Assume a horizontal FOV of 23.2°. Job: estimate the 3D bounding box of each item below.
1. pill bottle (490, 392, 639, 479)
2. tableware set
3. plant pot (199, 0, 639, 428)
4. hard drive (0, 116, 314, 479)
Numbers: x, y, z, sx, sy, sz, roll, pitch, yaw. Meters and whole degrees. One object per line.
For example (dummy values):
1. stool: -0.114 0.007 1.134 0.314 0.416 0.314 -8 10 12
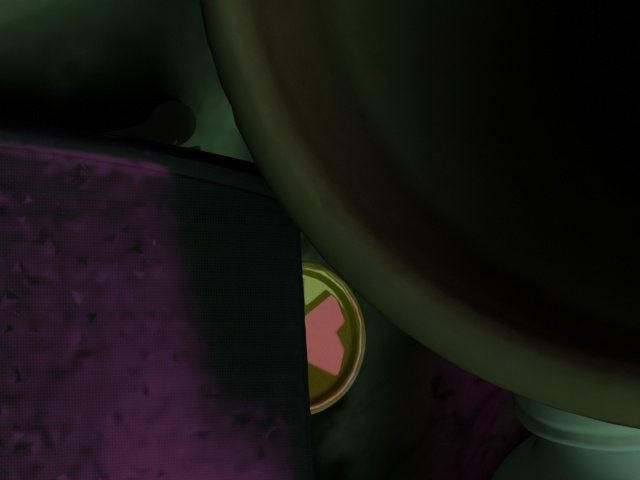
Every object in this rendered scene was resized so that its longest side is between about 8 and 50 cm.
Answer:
1. pill bottle: 0.128 0.131 0.515 0.136 0.136 0.245 -18 105 -26
2. tableware set: 0.000 0.000 0.477 0.154 0.024 0.104 -16 96 -29
3. plant pot: 0.131 -0.086 0.420 0.263 0.263 0.229 -59 154 15
4. hard drive: -0.114 0.048 0.365 0.255 0.054 0.172 2 81 -29
